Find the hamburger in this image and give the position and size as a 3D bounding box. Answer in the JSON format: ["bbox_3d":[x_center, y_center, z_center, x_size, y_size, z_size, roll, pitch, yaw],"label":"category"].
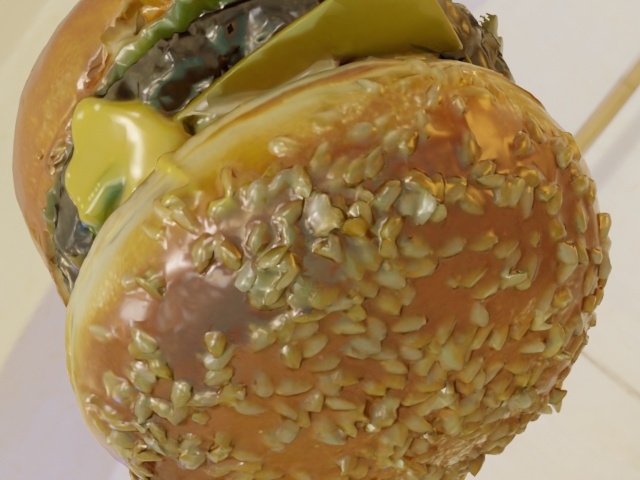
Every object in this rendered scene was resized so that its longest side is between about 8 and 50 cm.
[{"bbox_3d":[0.000,0.000,0.673,0.291,0.225,0.291,-15,-44,-16],"label":"hamburger"}]
